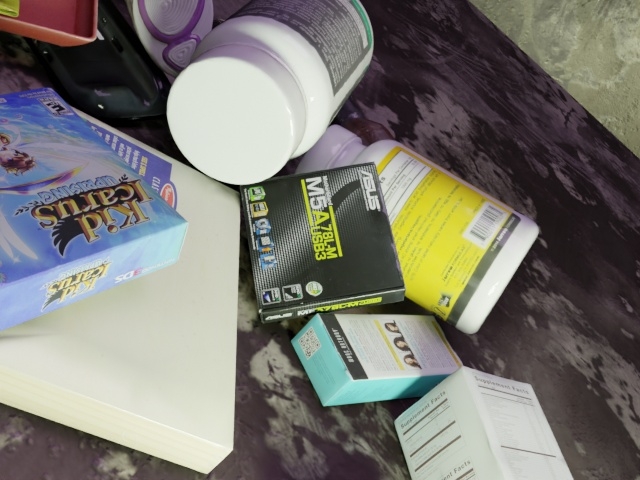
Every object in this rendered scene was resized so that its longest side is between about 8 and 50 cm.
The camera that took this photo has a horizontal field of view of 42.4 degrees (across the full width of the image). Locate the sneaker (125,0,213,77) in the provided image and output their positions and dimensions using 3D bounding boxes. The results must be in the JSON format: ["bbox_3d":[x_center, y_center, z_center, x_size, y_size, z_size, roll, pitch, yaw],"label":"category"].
[{"bbox_3d":[-0.235,-0.378,1.188,0.114,0.152,0.305,-18,91,-13],"label":"sneaker"}]

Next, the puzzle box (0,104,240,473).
[{"bbox_3d":[-0.215,0.029,0.896,0.272,0.052,0.409,27,34,-24],"label":"puzzle box"}]

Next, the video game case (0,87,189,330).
[{"bbox_3d":[-0.303,-0.036,0.771,0.244,0.061,0.269,43,41,21],"label":"video game case"}]

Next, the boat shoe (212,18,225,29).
[{"bbox_3d":[-0.156,-0.322,1.404,0.049,0.056,0.152,4,48,-55],"label":"boat shoe"}]

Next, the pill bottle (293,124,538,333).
[{"bbox_3d":[0.126,-0.026,1.198,0.333,0.188,0.188,32,28,13],"label":"pill bottle"}]

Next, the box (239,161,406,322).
[{"bbox_3d":[0.000,0.000,1.056,0.184,0.045,0.191,-9,63,-2],"label":"box"}]

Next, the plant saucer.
[{"bbox_3d":[-0.425,-0.361,1.083,0.258,0.048,0.259,10,50,-25],"label":"plant saucer"}]

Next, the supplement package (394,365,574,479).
[{"bbox_3d":[0.207,0.294,0.978,0.139,0.134,0.244,20,38,-34],"label":"supplement package"}]

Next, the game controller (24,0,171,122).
[{"bbox_3d":[-0.338,-0.289,1.160,0.166,0.067,0.319,-21,66,-42],"label":"game controller"}]

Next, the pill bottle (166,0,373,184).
[{"bbox_3d":[-0.061,-0.234,1.161,0.204,0.204,0.361,39,34,-7],"label":"pill bottle"}]

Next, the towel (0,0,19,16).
[{"bbox_3d":[-0.430,-0.376,1.043,0.102,0.021,0.237,7,51,-27],"label":"towel"}]

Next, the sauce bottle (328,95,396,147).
[{"bbox_3d":[0.100,-0.120,1.399,0.111,0.111,0.344,2,50,-49],"label":"sauce bottle"}]

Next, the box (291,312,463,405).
[{"bbox_3d":[0.082,0.153,1.082,0.244,0.060,0.101,7,45,-46],"label":"box"}]
